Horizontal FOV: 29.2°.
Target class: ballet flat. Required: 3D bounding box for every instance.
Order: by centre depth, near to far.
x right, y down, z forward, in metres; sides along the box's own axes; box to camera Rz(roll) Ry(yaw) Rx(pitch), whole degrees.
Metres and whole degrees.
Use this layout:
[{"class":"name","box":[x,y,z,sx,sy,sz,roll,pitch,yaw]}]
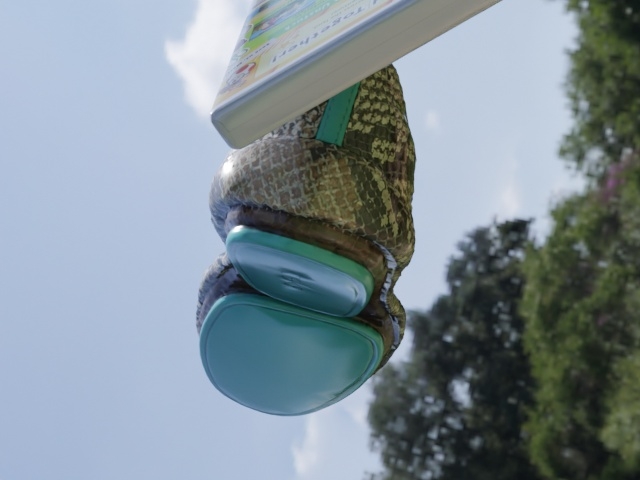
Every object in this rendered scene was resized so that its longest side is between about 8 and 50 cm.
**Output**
[{"class":"ballet flat","box":[0.000,0.000,0.903,0.483,0.164,0.182,104,-177,-70]}]

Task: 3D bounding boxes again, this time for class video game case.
[{"class":"video game case","box":[0.057,-0.147,0.599,0.026,0.227,0.206,54,-159,-23]}]
